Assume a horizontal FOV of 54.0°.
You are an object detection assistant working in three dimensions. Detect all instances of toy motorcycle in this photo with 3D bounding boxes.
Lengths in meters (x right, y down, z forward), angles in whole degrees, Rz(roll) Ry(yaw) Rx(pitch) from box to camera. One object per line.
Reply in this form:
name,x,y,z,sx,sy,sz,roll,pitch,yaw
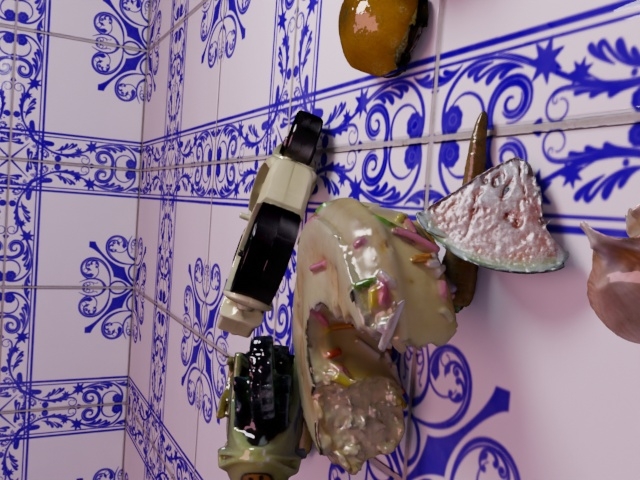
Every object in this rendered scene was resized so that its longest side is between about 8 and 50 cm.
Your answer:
toy motorcycle,-0.086,0.288,1.072,0.410,0.168,0.237,82,-167,-79

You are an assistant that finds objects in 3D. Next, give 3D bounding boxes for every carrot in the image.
carrot,0.185,-0.035,0.787,0.049,0.049,0.255,16,99,62

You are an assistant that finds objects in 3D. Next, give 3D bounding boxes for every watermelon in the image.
watermelon,0.212,-0.027,0.719,0.187,0.071,0.139,26,86,37

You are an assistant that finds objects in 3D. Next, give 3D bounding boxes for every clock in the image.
clock,-0.090,-0.033,1.148,0.276,0.120,0.379,122,168,-53

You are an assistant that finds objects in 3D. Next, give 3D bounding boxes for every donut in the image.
donut,0.056,0.108,0.858,0.307,0.150,0.371,-110,23,-44

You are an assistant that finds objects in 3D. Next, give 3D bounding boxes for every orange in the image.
orange,0.082,-0.326,0.949,0.170,0.112,0.160,-18,71,49

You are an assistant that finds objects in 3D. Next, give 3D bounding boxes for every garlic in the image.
garlic,0.298,0.009,0.517,0.124,0.099,0.174,60,139,24

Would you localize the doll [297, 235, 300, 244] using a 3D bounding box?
doll,0.000,0.000,1.121,0.127,0.073,0.084,-59,6,36
